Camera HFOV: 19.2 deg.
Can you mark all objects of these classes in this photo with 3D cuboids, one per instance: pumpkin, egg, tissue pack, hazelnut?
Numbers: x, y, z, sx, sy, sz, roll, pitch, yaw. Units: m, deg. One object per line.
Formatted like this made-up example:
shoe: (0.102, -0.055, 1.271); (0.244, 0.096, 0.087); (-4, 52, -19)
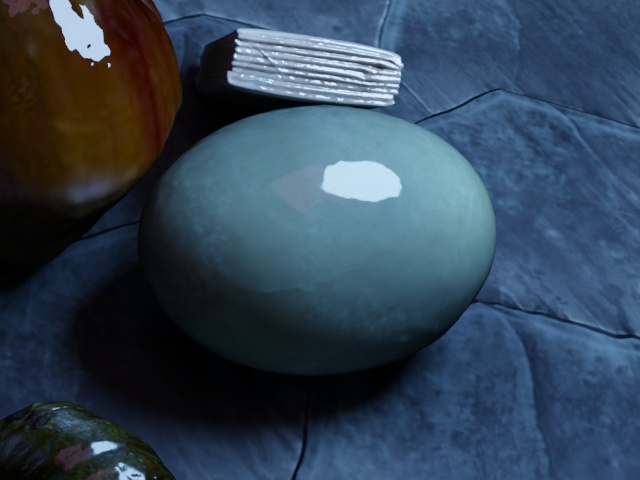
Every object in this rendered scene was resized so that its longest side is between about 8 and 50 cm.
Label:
pumpkin: (-0.243, 0.220, 1.600); (0.248, 0.126, 0.131); (-23, 56, -34)
egg: (0.000, 0.000, 1.803); (0.352, 0.258, 0.258); (-8, 50, -23)
tissue pack: (-0.030, -0.173, 1.956); (0.170, 0.071, 0.325); (9, 1, -9)
hazelnut: (-0.294, -0.161, 1.802); (0.315, 0.372, 0.372); (-18, 53, -8)
